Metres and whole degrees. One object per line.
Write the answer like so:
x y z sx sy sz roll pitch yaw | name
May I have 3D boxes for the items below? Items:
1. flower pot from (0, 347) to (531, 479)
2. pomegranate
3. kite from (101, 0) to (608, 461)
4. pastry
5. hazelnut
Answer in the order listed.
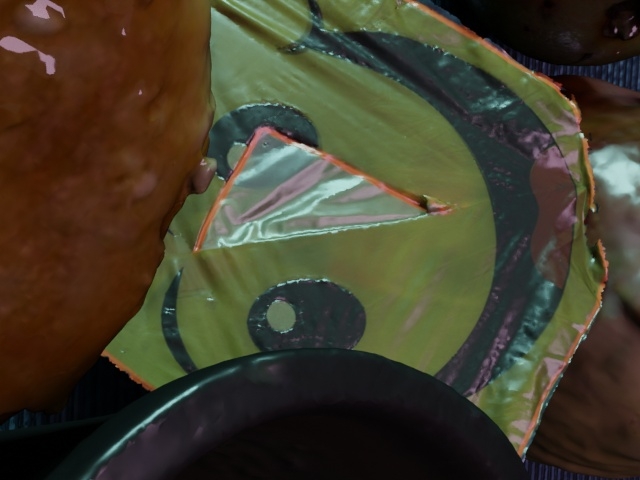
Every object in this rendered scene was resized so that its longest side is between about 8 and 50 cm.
-0.101 0.208 0.708 0.379 0.251 0.379 -12 107 -44 | flower pot
0.175 -0.208 1.001 0.179 0.179 0.210 48 50 -39 | pomegranate
0.000 -0.001 0.848 0.327 0.013 0.377 -8 77 -16 | kite
-0.191 -0.055 0.606 0.284 0.184 0.315 23 108 -34 | pastry
0.164 0.030 1.008 0.241 0.261 0.261 -23 115 -15 | hazelnut
